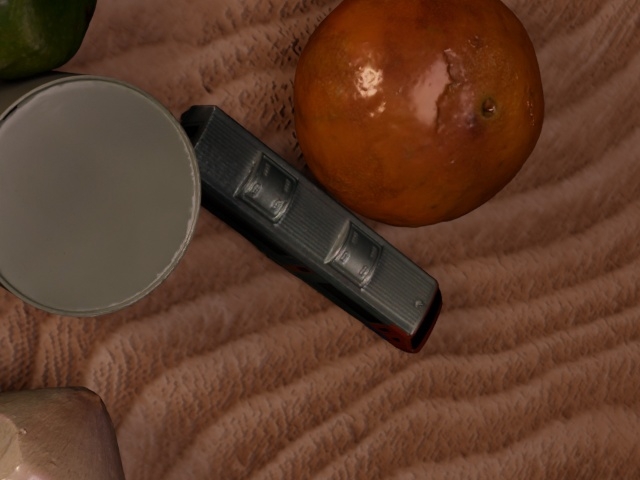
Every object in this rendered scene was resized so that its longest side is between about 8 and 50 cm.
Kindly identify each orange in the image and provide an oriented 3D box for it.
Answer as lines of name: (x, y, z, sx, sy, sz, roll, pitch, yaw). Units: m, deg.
orange: (0.111, -0.151, 1.380, 0.284, 0.226, 0.284, -7, 105, -28)

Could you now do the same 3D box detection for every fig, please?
fig: (-0.335, -0.250, 1.176, 0.203, 0.235, 0.203, 7, 90, -73)

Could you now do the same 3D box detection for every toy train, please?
toy train: (0.000, 0.000, 1.416, 0.409, 0.089, 0.086, 37, 73, -27)

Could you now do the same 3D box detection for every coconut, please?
coconut: (-0.288, 0.245, 1.220, 0.224, 0.224, 0.234, 28, 90, -29)

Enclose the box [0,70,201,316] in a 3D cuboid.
box: (-0.248, -0.050, 1.229, 0.226, 0.149, 0.226, -6, 101, -29)
